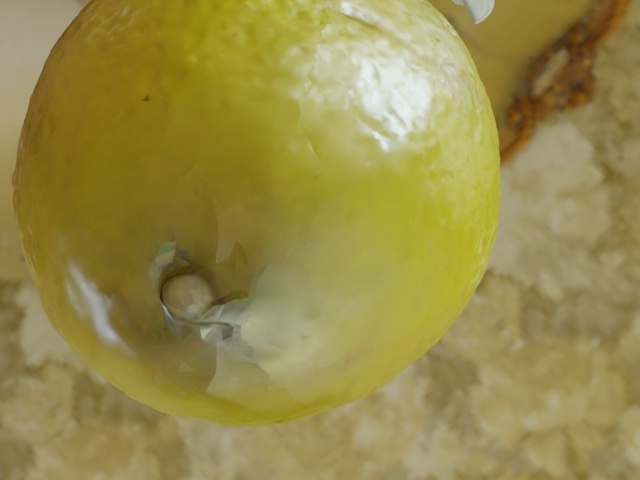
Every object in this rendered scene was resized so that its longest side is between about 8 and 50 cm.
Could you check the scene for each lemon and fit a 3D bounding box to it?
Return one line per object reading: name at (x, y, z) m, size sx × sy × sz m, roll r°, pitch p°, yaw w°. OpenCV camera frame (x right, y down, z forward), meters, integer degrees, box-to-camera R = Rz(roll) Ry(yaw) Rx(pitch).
lemon at (-0.033, -0.021, 0.911) m, size 0.240 × 0.240 × 0.219 m, roll -50°, pitch -167°, yaw 27°

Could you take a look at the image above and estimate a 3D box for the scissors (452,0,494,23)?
scissors at (0.078, -0.228, 1.319) m, size 0.118 × 0.030 × 0.242 m, roll -27°, pitch 146°, yaw 5°
